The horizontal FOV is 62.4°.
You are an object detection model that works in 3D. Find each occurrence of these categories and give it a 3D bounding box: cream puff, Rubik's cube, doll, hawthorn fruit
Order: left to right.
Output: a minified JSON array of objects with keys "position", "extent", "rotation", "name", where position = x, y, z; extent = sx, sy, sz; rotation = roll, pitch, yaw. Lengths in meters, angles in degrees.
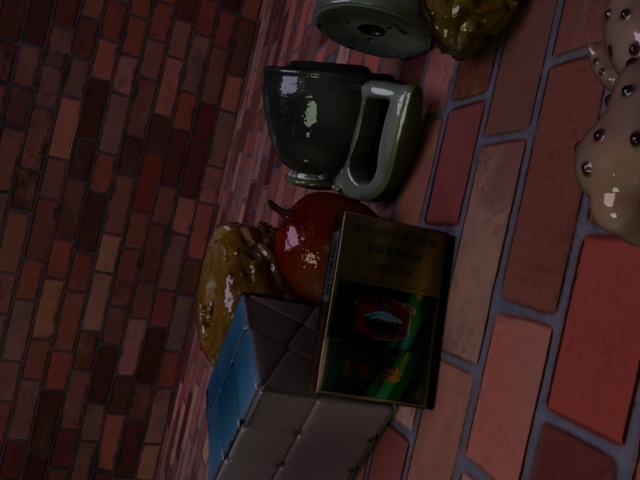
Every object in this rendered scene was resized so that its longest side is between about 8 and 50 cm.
[{"position":[-0.132,0.126,1.137],"extent":[0.343,0.231,0.327],"rotation":[-115,36,-49],"name":"cream puff"},{"position":[-0.047,0.249,0.853],"extent":[0.231,0.221,0.224],"rotation":[-112,41,-57],"name":"Rubik's cube"},{"position":[0.000,0.000,0.875],"extent":[0.196,0.225,0.196],"rotation":[-36,33,28],"name":"hawthorn fruit"},{"position":[0.199,-0.327,0.720],"extent":[0.116,0.146,0.146],"rotation":[-21,47,18],"name":"cream puff"},{"position":[0.278,-0.134,0.412],"extent":[0.154,0.119,0.278],"rotation":[-27,43,63],"name":"doll"}]

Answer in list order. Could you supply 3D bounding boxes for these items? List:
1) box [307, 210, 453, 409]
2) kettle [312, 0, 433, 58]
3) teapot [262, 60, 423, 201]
[{"position":[0.080,0.093,0.711],"extent":[0.071,0.159,0.240],"rotation":[156,123,-74],"name":"box"},{"position":[0.133,-0.494,0.862],"extent":[0.265,0.205,0.318],"rotation":[-168,93,-72],"name":"kettle"},{"position":[0.047,-0.204,0.982],"extent":[0.239,0.322,0.239],"rotation":[-33,-50,-60],"name":"teapot"}]
